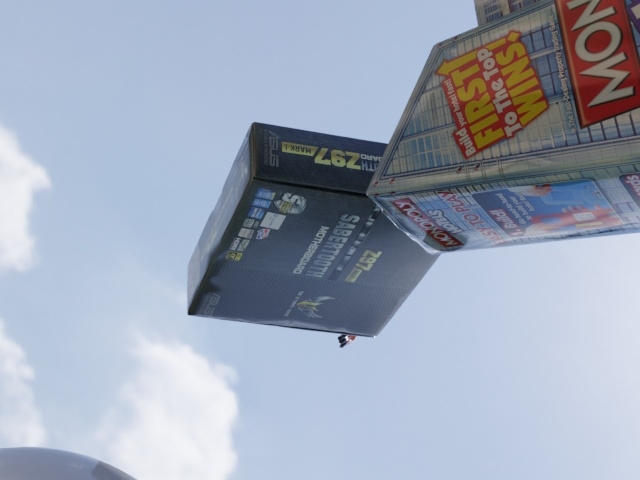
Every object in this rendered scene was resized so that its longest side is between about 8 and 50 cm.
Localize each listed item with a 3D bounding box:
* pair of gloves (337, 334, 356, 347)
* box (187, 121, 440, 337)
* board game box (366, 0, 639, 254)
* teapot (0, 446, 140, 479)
[{"bbox_3d":[0.036,0.063,1.236,0.010,0.074,0.083,18,-76,14],"label":"pair of gloves"},{"bbox_3d":[0.000,0.000,1.067,0.233,0.183,0.059,123,-30,-54],"label":"box"},{"bbox_3d":[0.109,-0.078,0.465,0.194,0.060,0.194,-20,-125,23],"label":"board game box"},{"bbox_3d":[-0.178,0.264,0.749,0.187,0.256,0.253,-104,-175,-61],"label":"teapot"}]
